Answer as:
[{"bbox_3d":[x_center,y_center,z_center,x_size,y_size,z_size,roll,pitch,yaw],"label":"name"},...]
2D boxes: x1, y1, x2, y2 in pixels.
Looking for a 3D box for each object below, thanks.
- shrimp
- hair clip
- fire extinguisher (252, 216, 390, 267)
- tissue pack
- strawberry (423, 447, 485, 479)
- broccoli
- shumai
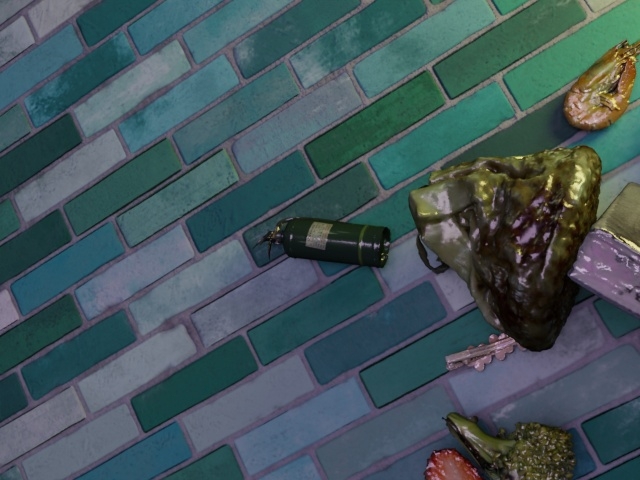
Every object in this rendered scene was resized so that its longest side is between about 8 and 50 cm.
[{"bbox_3d":[0.578,-0.310,1.882,0.115,0.051,0.217,42,98,11],"label":"shrimp"},{"bbox_3d":[0.355,0.219,1.911,0.214,0.056,0.062,-21,62,8],"label":"hair clip"},{"bbox_3d":[0.000,0.000,2.032,0.295,0.093,0.118,6,61,20],"label":"fire extinguisher"},{"bbox_3d":[0.621,0.033,1.650,0.288,0.394,0.124,26,116,19],"label":"tissue pack"},{"bbox_3d":[0.288,0.546,1.867,0.188,0.106,0.286,-12,85,22],"label":"strawberry"},{"bbox_3d":[0.386,0.396,1.801,0.180,0.242,0.273,-37,68,-4],"label":"broccoli"},{"bbox_3d":[0.335,-0.021,1.780,0.348,0.395,0.395,19,91,18],"label":"shumai"}]
